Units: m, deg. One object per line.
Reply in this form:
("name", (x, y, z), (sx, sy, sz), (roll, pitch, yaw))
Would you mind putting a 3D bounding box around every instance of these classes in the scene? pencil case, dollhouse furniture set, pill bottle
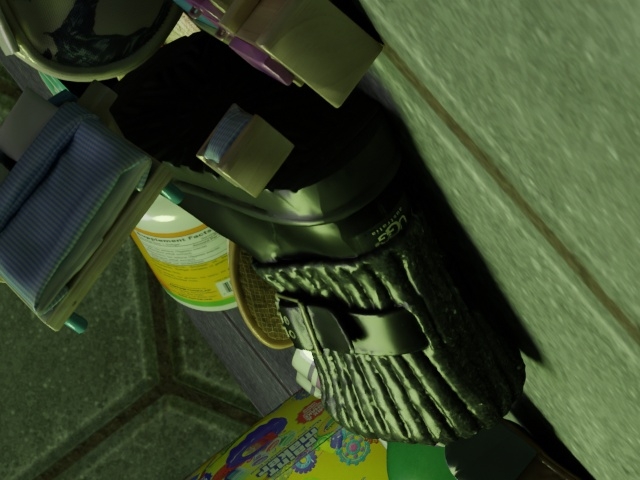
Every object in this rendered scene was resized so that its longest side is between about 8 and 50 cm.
("pencil case", (-0.243, -0.242, 1.588), (0.160, 0.183, 0.410), (58, 169, -28))
("dollhouse furniture set", (-0.172, -0.088, 1.278), (0.198, 0.303, 0.286), (37, 180, -28))
("pill bottle", (-0.126, -0.046, 1.910), (0.136, 0.136, 0.246), (47, 170, 32))

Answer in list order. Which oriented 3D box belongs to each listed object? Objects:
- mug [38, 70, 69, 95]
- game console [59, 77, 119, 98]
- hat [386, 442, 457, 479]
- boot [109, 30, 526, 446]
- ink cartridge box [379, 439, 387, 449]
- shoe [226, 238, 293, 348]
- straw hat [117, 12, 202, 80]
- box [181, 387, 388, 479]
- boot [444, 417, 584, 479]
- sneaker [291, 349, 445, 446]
("mug", (-0.228, -0.172, 2.068), (0.129, 0.097, 0.158), (58, 170, -30))
("game console", (-0.287, -0.266, 1.911), (0.361, 0.044, 0.213), (46, 156, 1))
("hat", (0.069, 0.225, 1.813), (0.208, 0.183, 0.173), (46, 169, 38))
("boot", (-0.017, 0.002, 1.465), (0.348, 0.131, 0.260), (31, 157, 53))
("ink cartridge box", (0.072, 0.171, 2.046), (0.206, 0.045, 0.208), (52, 170, 2))
("shoe", (-0.044, -0.020, 1.653), (0.058, 0.076, 0.219), (36, -135, -88))
("straw hat", (-0.147, -0.148, 1.743), (0.144, 0.061, 0.144), (38, 155, 22))
("box", (-0.011, 0.374, 2.493), (0.279, 0.290, 0.177), (56, 172, -20))
("boot", (0.194, 0.214, 1.565), (0.219, 0.082, 0.106), (47, -167, 7))
("sneaker", (0.066, 0.121, 1.710), (0.161, 0.102, 0.282), (30, -177, 5))
